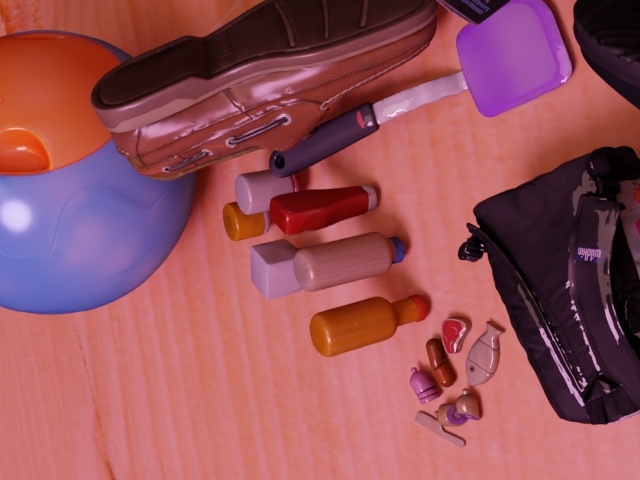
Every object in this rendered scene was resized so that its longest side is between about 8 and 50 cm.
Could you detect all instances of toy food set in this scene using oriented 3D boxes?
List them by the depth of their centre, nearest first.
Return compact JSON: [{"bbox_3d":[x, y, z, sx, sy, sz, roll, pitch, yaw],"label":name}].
[{"bbox_3d":[0.112,0.119,0.864,0.078,0.019,0.122,26,114,37],"label":"toy food set"},{"bbox_3d":[0.000,0.000,0.920,0.232,0.104,0.111,44,140,50],"label":"toy food set"}]

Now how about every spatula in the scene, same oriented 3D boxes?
[{"bbox_3d":[0.069,-0.116,0.839,0.296,0.030,0.084,-21,82,30],"label":"spatula"}]

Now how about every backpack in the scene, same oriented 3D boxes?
[{"bbox_3d":[0.200,0.036,0.705,0.152,0.115,0.182,-30,77,53],"label":"backpack"}]

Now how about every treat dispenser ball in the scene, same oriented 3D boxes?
[{"bbox_3d":[-0.273,-0.069,1.006,0.288,0.288,0.288,9,103,42],"label":"treat dispenser ball"}]

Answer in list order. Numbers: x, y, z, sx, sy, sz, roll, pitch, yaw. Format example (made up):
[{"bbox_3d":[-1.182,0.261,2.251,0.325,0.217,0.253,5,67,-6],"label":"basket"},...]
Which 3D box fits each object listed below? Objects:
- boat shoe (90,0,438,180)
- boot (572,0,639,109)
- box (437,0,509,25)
[{"bbox_3d":[-0.039,-0.139,0.858,0.307,0.104,0.111,-15,41,13],"label":"boat shoe"},{"bbox_3d":[0.253,-0.033,0.613,0.246,0.094,0.207,41,154,41],"label":"boot"},{"bbox_3d":[0.161,-0.301,0.647,0.290,0.087,0.169,-37,72,21],"label":"box"}]
